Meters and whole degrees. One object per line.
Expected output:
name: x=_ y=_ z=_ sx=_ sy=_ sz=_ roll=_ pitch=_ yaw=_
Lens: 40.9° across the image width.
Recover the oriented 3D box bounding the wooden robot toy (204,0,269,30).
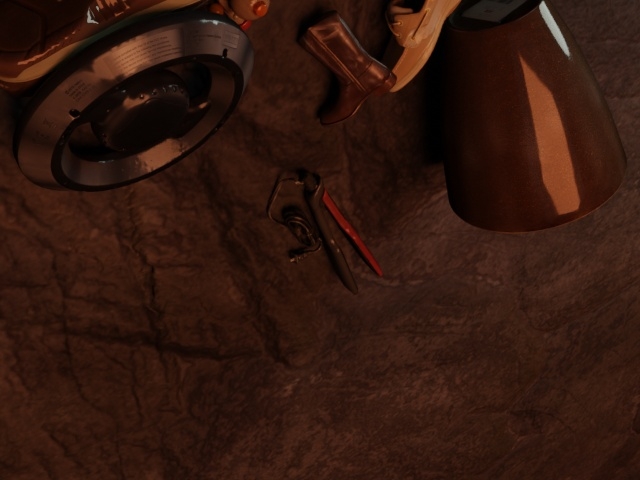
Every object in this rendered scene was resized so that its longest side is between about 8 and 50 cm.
wooden robot toy: x=-0.060 y=-0.223 z=0.771 sx=0.173 sy=0.079 sz=0.076 roll=-44 pitch=140 yaw=3

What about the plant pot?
plant pot: x=0.223 y=-0.165 z=0.980 sx=0.215 sy=0.215 sz=0.230 roll=-32 pitch=125 yaw=-12

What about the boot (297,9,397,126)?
boot: x=0.007 y=-0.179 z=0.898 sx=0.106 sy=0.037 sz=0.114 roll=-32 pitch=131 yaw=28

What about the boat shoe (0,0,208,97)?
boat shoe: x=-0.165 y=-0.201 z=0.715 sx=0.257 sy=0.095 sz=0.095 roll=-30 pitch=168 yaw=-17

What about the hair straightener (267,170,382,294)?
hair straightener: x=0.000 y=0.000 z=1.043 sx=0.089 sy=0.047 sz=0.230 roll=-39 pitch=140 yaw=-4

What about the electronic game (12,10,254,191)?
electronic game: x=-0.159 y=-0.117 z=0.756 sx=0.229 sy=0.048 sz=0.229 roll=-31 pitch=166 yaw=-8

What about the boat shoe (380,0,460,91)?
boat shoe: x=0.098 y=-0.239 z=0.906 sx=0.059 sy=0.063 sz=0.170 roll=17 pitch=118 yaw=-29
